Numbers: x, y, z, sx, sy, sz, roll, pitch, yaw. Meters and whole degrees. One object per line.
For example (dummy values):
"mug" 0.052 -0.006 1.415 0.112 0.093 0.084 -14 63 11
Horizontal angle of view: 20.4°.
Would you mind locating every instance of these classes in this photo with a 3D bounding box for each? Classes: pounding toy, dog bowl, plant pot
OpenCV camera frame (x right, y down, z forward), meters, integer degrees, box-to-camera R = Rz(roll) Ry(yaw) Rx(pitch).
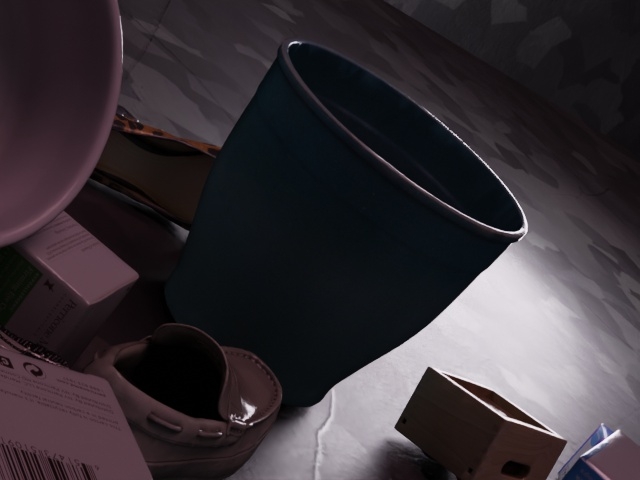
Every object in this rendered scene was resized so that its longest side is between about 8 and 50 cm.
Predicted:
"pounding toy" 0.162 0.206 1.704 0.141 0.100 0.130 23 8 -47
"dog bowl" -0.263 -0.127 1.214 0.104 0.265 0.265 9 -4 38
"plant pot" 0.000 0.000 1.597 0.271 0.255 0.271 35 17 -13

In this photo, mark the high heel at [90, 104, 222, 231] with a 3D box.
"high heel" -0.158 -0.060 1.701 0.261 0.093 0.186 32 13 18

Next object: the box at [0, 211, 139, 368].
"box" -0.209 0.045 1.318 0.087 0.101 0.102 40 19 4

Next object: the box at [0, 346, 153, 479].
"box" -0.199 0.153 1.031 0.181 0.119 0.182 24 21 -38

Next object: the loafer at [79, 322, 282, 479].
"loafer" -0.102 0.119 1.328 0.112 0.111 0.319 42 18 12

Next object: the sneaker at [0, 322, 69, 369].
"sneaker" -0.233 0.082 1.256 0.109 0.044 0.040 32 20 9

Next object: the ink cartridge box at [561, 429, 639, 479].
"ink cartridge box" 0.202 0.260 1.451 0.082 0.191 0.139 41 17 15

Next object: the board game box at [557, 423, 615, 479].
"board game box" 0.358 0.342 1.745 0.233 0.078 0.347 36 17 -8
